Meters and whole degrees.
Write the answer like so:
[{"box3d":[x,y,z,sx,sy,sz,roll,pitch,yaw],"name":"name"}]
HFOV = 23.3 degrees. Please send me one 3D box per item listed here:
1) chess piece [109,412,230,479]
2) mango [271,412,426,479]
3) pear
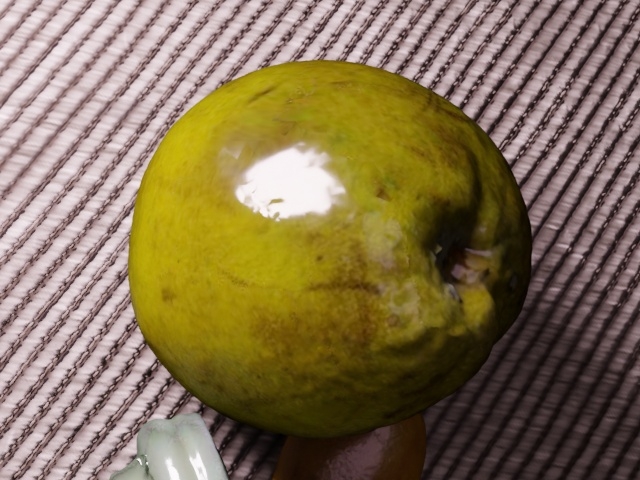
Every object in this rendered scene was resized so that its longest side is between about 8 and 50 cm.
[{"box3d":[-0.215,0.285,1.354,0.299,0.194,0.194,-19,78,-11],"name":"chess piece"},{"box3d":[0.017,0.233,1.472,0.136,0.099,0.227,37,73,-6],"name":"mango"},{"box3d":[0.000,0.000,1.385,0.352,0.413,0.352,-6,100,-39],"name":"pear"}]
